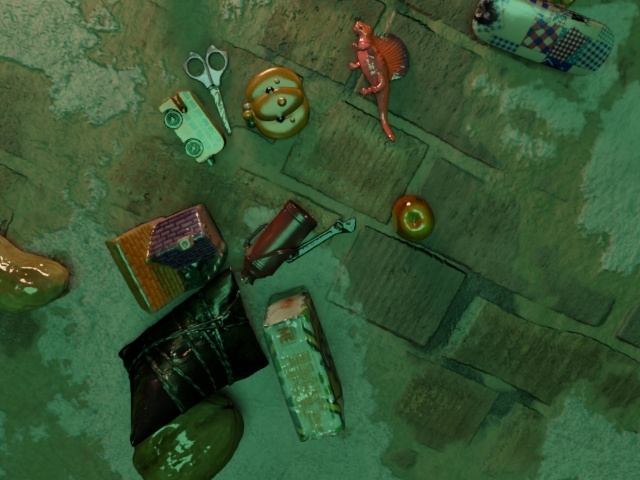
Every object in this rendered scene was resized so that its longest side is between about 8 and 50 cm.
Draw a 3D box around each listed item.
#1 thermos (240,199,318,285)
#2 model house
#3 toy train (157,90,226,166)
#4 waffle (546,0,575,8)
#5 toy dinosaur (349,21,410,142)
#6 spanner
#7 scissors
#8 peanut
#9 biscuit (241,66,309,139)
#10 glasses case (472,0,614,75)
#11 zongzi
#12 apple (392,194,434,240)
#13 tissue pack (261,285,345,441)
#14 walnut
[{"bbox_3d":[-0.119,0.013,1.454,0.232,0.099,0.124,-48,69,9],"label":"thermos"},{"bbox_3d":[-0.351,0.048,1.377,0.237,0.237,0.202,-19,100,2],"label":"model house"},{"bbox_3d":[-0.298,-0.265,1.399,0.099,0.072,0.188,-36,100,0],"label":"toy train"},{"bbox_3d":[0.534,-0.738,1.323,0.348,0.077,0.304,41,97,-9],"label":"waffle"},{"bbox_3d":[0.163,-0.390,1.403,0.139,0.070,0.286,-31,104,-18],"label":"toy dinosaur"},{"bbox_3d":[0.000,0.000,1.494,0.209,0.012,0.046,-31,102,5],"label":"spanner"},{"bbox_3d":[-0.249,-0.352,1.405,0.110,0.021,0.212,-18,102,-1],"label":"scissors"},{"bbox_3d":[-0.757,0.083,1.418,0.291,0.143,0.159,26,90,-5],"label":"peanut"},{"bbox_3d":[-0.111,-0.321,1.402,0.170,0.050,0.170,0,101,-2],"label":"biscuit"},{"bbox_3d":[0.513,-0.479,1.366,0.328,0.076,0.125,18,126,-5],"label":"glasses case"},{"bbox_3d":[-0.318,0.303,1.379,0.384,0.362,0.319,-22,120,0],"label":"zongzi"},{"bbox_3d":[0.228,-0.054,1.444,0.099,0.102,0.114,-4,101,0],"label":"apple"},{"bbox_3d":[-0.039,0.293,1.444,0.128,0.228,0.310,-16,103,3],"label":"tissue pack"},{"bbox_3d":[-0.332,0.497,1.479,0.283,0.283,0.227,-44,60,7],"label":"walnut"}]
